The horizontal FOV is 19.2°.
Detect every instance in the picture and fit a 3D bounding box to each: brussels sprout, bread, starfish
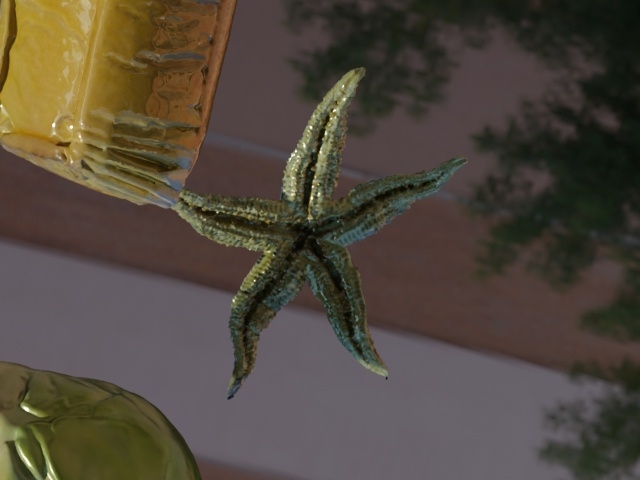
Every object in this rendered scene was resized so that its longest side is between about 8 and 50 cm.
[{"bbox_3d":[-0.296,0.296,2.218,0.344,0.268,0.344,22,166,6],"label":"brussels sprout"},{"bbox_3d":[-0.139,-0.173,1.332,0.152,0.288,0.119,19,-169,41],"label":"bread"},{"bbox_3d":[0.001,-0.001,2.102,0.358,0.347,0.078,-19,-168,-4],"label":"starfish"}]
